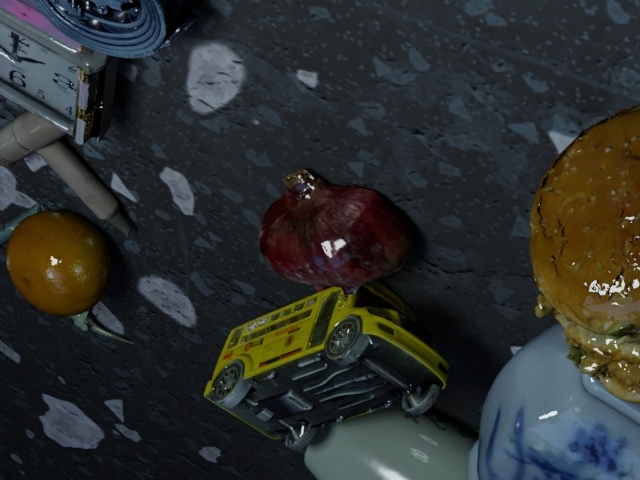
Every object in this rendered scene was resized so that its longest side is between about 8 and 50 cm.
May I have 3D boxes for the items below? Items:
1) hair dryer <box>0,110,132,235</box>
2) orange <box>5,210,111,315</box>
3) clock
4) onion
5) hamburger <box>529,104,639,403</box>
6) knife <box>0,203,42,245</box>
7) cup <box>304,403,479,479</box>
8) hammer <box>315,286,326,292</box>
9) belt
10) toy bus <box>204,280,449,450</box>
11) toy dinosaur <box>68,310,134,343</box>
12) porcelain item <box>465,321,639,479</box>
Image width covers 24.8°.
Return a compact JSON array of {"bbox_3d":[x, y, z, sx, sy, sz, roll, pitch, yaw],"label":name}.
[{"bbox_3d":[-0.309,-0.087,1.887,0.220,0.053,0.195,44,146,-18],"label":"hair dryer"},{"bbox_3d":[-0.363,0.029,2.026,0.156,0.124,0.156,25,133,30],"label":"orange"},{"bbox_3d":[-0.347,-0.233,1.696,0.253,0.083,0.186,30,147,5],"label":"clock"},{"bbox_3d":[0.000,0.000,1.689,0.206,0.098,0.151,-6,133,46],"label":"onion"},{"bbox_3d":[0.309,0.015,1.328,0.211,0.245,0.260,52,-177,-42],"label":"hamburger"},{"bbox_3d":[-0.454,-0.017,2.144,0.028,0.015,0.210,49,145,-14],"label":"knife"},{"bbox_3d":[0.117,0.314,1.965,0.234,0.186,0.258,32,177,19],"label":"cup"},{"bbox_3d":[0.002,0.045,1.814,0.052,0.031,0.083,28,154,11],"label":"hammer"},{"bbox_3d":[-0.217,-0.269,1.534,0.190,0.082,0.141,16,141,27],"label":"belt"},{"bbox_3d":[0.012,0.145,1.792,0.144,0.152,0.330,36,141,-27],"label":"toy bus"},{"bbox_3d":[-0.368,0.113,2.226,0.180,0.037,0.058,39,172,5],"label":"toy dinosaur"},{"bbox_3d":[0.303,0.217,1.635,0.242,0.178,0.405,32,148,3],"label":"porcelain item"}]
